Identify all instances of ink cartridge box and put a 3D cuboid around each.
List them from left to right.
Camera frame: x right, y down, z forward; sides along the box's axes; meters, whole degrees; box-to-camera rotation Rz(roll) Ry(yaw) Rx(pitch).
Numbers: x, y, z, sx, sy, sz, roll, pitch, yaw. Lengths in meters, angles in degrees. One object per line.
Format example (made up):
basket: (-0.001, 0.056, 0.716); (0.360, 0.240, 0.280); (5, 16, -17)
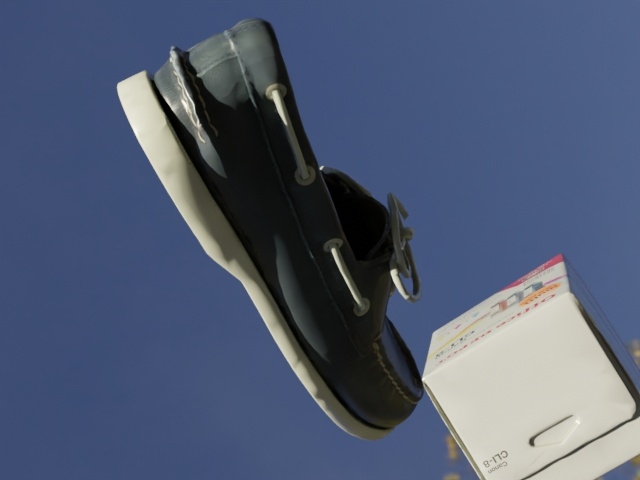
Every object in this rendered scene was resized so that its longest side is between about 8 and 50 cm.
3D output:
ink cartridge box: (0.163, 0.105, 1.188); (0.127, 0.128, 0.176); (57, -170, -4)

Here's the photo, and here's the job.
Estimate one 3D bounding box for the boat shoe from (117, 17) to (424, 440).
boat shoe: (0.000, 0.000, 0.736); (0.254, 0.079, 0.095); (56, -173, -38)
